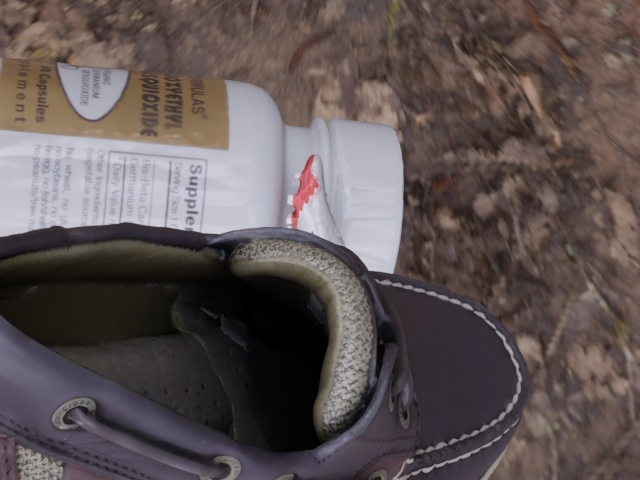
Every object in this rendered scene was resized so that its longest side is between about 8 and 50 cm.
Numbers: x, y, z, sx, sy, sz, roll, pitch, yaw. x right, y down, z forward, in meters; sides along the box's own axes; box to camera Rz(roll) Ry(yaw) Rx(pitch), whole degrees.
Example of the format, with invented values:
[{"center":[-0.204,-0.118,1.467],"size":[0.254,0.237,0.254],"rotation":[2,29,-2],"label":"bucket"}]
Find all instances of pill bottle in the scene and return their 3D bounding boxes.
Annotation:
[{"center":[-0.079,-0.022,0.848],"size":[0.229,0.131,0.131],"rotation":[5,104,-10],"label":"pill bottle"}]

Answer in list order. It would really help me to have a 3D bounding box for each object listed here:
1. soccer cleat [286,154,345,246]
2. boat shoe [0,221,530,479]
[{"center":[0.000,0.000,0.794],"size":[0.036,0.029,0.083],"rotation":[6,88,1],"label":"soccer cleat"},{"center":[-0.016,0.043,0.495],"size":[0.092,0.285,0.102],"rotation":[-45,59,32],"label":"boat shoe"}]
